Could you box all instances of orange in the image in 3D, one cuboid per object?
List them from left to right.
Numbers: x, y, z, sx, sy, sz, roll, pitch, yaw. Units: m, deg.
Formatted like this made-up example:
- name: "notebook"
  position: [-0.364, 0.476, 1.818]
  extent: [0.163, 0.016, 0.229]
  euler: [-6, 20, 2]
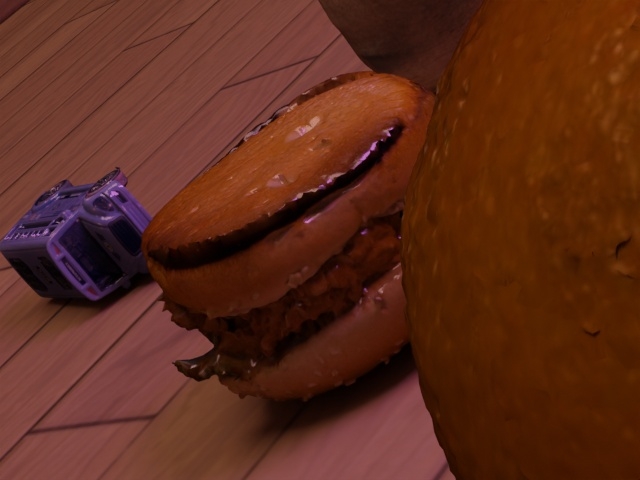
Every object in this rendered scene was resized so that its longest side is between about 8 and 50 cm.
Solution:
- name: "orange"
  position: [0.156, 0.007, 0.388]
  extent: [0.274, 0.274, 0.274]
  euler: [-31, 18, 11]

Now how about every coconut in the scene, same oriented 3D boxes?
- name: "coconut"
  position: [0.096, -0.208, 1.165]
  extent: [0.224, 0.224, 0.224]
  euler: [-31, 18, 11]

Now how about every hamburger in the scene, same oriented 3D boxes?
- name: "hamburger"
  position: [0.004, -0.005, 0.927]
  extent: [0.182, 0.118, 0.191]
  euler: [-27, 22, 13]

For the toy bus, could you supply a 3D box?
- name: "toy bus"
  position: [-0.169, 0.003, 1.288]
  extent: [0.076, 0.073, 0.167]
  euler: [-45, 17, -21]
